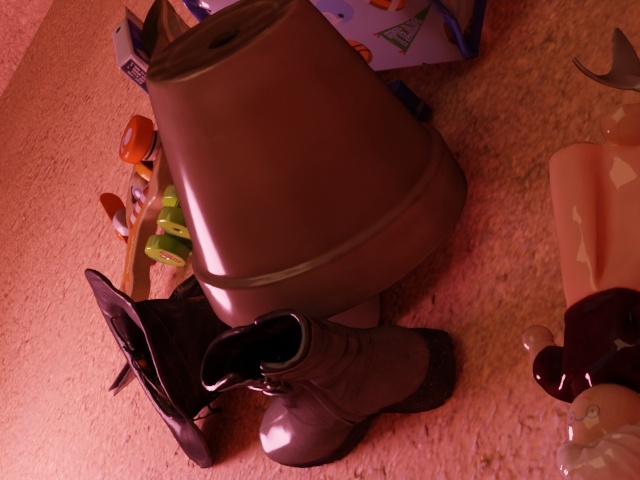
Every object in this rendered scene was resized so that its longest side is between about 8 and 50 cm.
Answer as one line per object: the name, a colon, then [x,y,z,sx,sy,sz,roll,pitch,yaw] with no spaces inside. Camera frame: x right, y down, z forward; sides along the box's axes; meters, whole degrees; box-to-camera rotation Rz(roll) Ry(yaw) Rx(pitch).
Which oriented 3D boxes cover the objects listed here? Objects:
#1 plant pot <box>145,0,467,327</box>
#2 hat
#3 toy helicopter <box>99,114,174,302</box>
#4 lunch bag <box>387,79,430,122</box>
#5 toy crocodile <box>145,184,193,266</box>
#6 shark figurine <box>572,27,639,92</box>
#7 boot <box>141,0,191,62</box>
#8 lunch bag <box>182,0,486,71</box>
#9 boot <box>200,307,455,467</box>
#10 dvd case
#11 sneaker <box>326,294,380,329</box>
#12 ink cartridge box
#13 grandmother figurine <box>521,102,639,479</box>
plant pot: [-0.043,-0.107,1.398,0.323,0.280,0.323,-25,25,12]
hat: [-0.187,0.149,1.742,0.134,0.331,0.331,-29,20,-15]
toy helicopter: [-0.313,-0.023,2.197,0.235,0.140,0.355,-37,41,51]
lunch bag: [0.090,-0.150,1.573,0.067,0.065,0.098,-58,21,-19]
toy crocodile: [-0.184,-0.039,1.888,0.340,0.105,0.115,129,159,-67]
shark figurine: [0.347,-0.176,1.082,0.116,0.166,0.278,-49,0,-21]
boot: [-0.216,-0.333,2.211,0.077,0.165,0.213,-57,33,28]
lunch bag: [0.042,-0.415,1.580,0.327,0.239,0.385,-2,59,29]
boot: [-0.036,0.151,1.375,0.338,0.222,0.118,-40,47,47]
dvd case: [-0.231,0.127,1.946,0.221,0.018,0.164,-54,-5,26]
sneaker: [0.000,0.000,1.564,0.106,0.123,0.290,-53,27,33]
ink cartridge box: [-0.282,-0.299,2.274,0.045,0.206,0.208,-39,32,15]
grandmother figurine: [0.238,0.060,1.069,0.208,0.104,0.342,130,154,-50]
